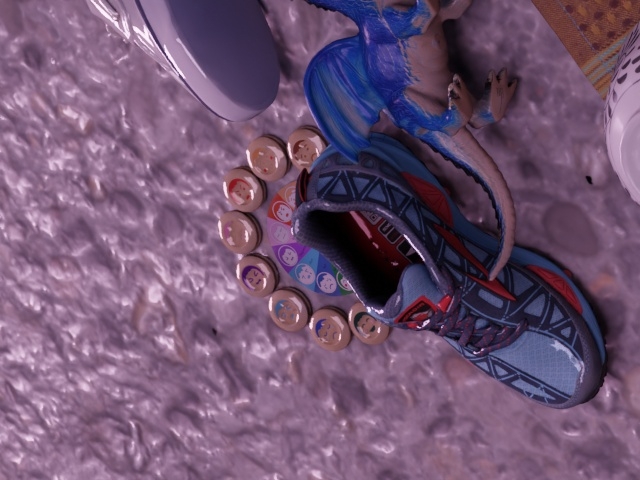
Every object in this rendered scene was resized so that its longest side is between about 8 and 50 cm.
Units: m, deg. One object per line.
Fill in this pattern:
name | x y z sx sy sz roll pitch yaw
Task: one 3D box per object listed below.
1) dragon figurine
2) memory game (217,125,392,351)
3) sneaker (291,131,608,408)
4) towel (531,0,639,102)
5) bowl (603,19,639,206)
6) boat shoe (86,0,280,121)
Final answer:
dragon figurine | 0.049 -0.109 1.327 0.144 0.085 0.289 -16 99 39
memory game | 0.000 0.000 1.462 0.186 0.012 0.186 15 120 27
sneaker | 0.081 0.041 1.348 0.262 0.125 0.104 38 124 5
towel | 0.331 -0.078 1.195 0.271 0.040 0.370 -36 89 38
bowl | 0.236 -0.062 1.178 0.170 0.080 0.170 21 127 31
boat shoe | -0.133 -0.190 1.402 0.267 0.096 0.088 52 133 2
